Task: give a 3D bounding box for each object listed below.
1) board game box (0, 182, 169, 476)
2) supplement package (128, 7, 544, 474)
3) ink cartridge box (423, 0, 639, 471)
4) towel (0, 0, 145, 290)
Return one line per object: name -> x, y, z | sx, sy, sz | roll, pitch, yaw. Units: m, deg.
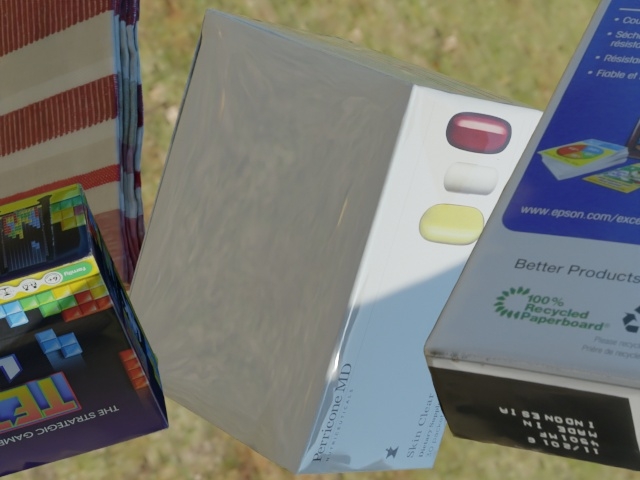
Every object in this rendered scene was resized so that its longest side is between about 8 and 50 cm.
board game box -> -0.169, 0.056, 0.757 | 0.141, 0.170, 0.048 | 74, 0, -49
supplement package -> 0.000, 0.000, 1.130 | 0.145, 0.204, 0.262 | 5, 105, -47
ink cartridge box -> 0.195, -0.057, 0.713 | 0.371, 0.175, 0.069 | -61, 145, -34
towel -> -0.216, -0.110, 1.324 | 0.037, 0.237, 0.329 | 4, 80, -41
